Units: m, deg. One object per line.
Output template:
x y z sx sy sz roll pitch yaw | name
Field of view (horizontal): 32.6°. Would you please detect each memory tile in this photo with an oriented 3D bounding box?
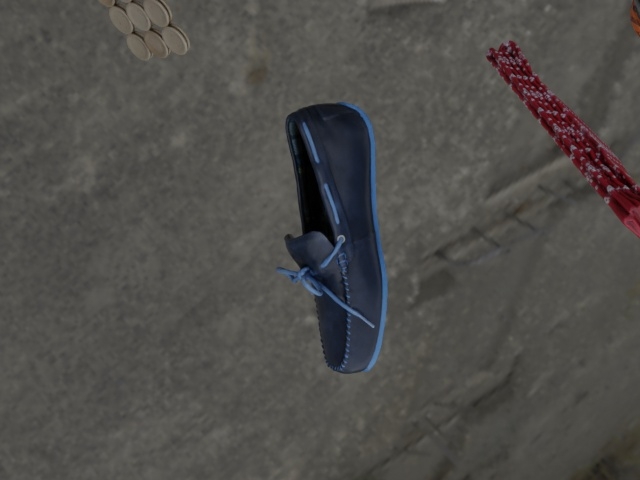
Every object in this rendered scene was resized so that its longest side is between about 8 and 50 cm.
-0.210 -0.267 1.220 0.012 0.113 0.148 -47 120 -30 | memory tile

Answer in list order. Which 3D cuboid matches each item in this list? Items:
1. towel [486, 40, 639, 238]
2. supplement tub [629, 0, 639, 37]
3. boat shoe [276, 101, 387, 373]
0.253 -0.052 0.921 0.031 0.275 0.199 -44 127 15 | towel
0.577 -0.419 1.598 0.193 0.193 0.316 -35 160 -21 | supplement tub
0.000 0.000 1.049 0.089 0.258 0.109 -3 174 -31 | boat shoe
